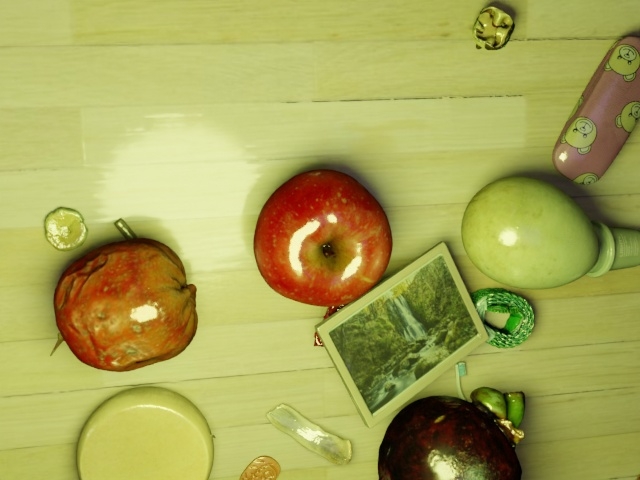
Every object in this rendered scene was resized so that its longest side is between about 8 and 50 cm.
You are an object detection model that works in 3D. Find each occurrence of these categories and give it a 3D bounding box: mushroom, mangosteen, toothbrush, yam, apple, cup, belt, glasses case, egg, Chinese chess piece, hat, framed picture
[{"bbox_3d":[-0.023,0.402,1.739,0.202,0.054,0.059,32,88,-10],"label":"mushroom"},{"bbox_3d":[0.288,0.449,1.677,0.359,0.306,0.306,-20,104,-14],"label":"mangosteen"},{"bbox_3d":[0.319,0.386,1.815,0.026,0.022,0.263,-10,103,3],"label":"toothbrush"},{"bbox_3d":[-0.353,0.006,1.607,0.021,0.021,0.116,-38,104,-2],"label":"yam"},{"bbox_3d":[0.000,0.000,1.575,0.260,0.216,0.261,-3,103,-11],"label":"apple"},{"bbox_3d":[0.613,0.015,1.757,0.141,0.120,0.120,-4,102,-20],"label":"cup"},{"bbox_3d":[0.374,0.163,1.752,0.151,0.079,0.121,21,96,-14],"label":"belt"},{"bbox_3d":[0.589,-0.264,1.713,0.123,0.076,0.316,27,94,-15],"label":"glasses case"},{"bbox_3d":[0.421,-0.007,1.656,0.295,0.218,0.219,21,96,-16],"label":"egg"},{"bbox_3d":[-0.343,0.422,1.649,0.273,0.102,0.273,-2,101,-9],"label":"Chinese chess piece"},{"bbox_3d":[0.337,-0.412,1.645,0.076,0.059,0.077,28,89,1],"label":"hat"},{"bbox_3d":[0.167,0.182,1.636,0.324,0.020,0.241,-31,105,-20],"label":"framed picture"}]

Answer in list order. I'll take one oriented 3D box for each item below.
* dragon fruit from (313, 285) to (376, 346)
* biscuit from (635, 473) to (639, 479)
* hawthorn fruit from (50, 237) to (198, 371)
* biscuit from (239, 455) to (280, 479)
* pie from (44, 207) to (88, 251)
[{"bbox_3d":[0.069,0.162,1.695,0.161,0.127,0.121,-6,79,11],"label":"dragon fruit"},{"bbox_3d":[0.741,0.599,1.933,0.064,0.034,0.199,30,93,-15],"label":"biscuit"},{"bbox_3d":[-0.351,0.115,1.517,0.261,0.258,0.258,10,99,2],"label":"hawthorn fruit"},{"bbox_3d":[-0.123,0.496,1.751,0.078,0.015,0.091,37,92,-15],"label":"biscuit"},{"bbox_3d":[-0.481,-0.021,1.577,0.084,0.020,0.085,-2,99,-11],"label":"pie"}]
